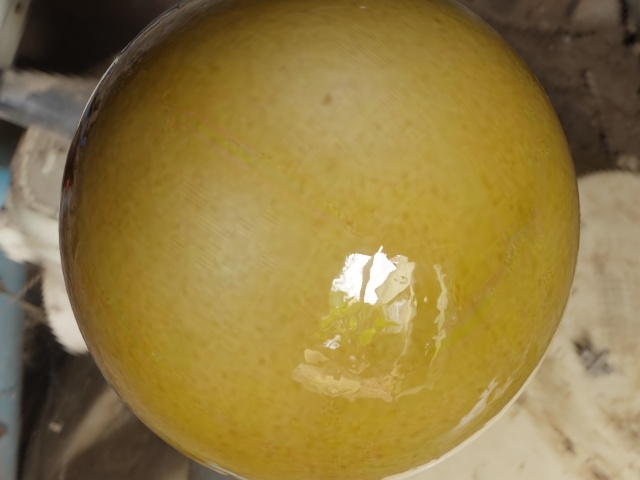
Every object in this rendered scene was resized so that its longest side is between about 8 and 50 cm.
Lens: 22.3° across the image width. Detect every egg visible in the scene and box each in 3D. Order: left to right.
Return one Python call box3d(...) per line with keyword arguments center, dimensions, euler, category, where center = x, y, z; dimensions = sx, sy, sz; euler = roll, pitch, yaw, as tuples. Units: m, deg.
box3d(center=(0.000, 0.000, 0.805), dimensions=(0.250, 0.322, 0.250), euler=(0, 75, 2), category="egg")
